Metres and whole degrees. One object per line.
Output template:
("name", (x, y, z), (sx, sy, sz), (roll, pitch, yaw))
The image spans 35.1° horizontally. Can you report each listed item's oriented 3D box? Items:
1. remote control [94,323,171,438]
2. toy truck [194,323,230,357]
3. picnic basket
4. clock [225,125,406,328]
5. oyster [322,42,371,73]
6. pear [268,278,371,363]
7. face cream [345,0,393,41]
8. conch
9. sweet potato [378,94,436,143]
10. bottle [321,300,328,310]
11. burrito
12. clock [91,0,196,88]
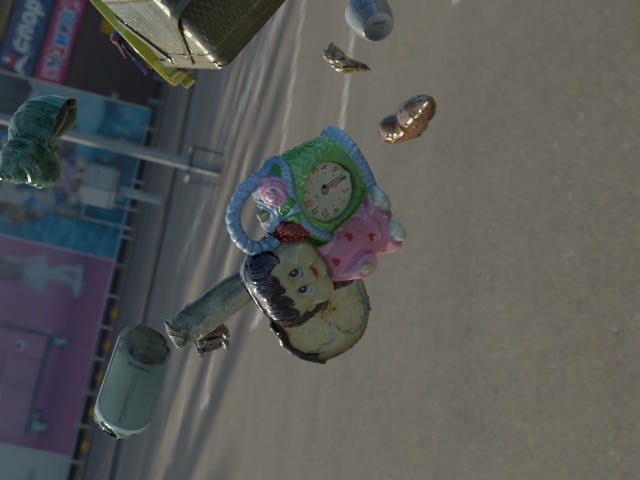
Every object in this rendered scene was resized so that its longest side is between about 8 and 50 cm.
("remote control", (-0.337, 0.251, 1.820), (0.052, 0.104, 0.247), (-54, 16, 37))
("toy truck", (-0.270, 0.221, 2.453), (0.192, 0.083, 0.092), (106, 146, -71))
("picnic basket", (-0.169, -0.335, 1.355), (0.165, 0.139, 0.267), (-51, 28, -11))
("clock", (-0.018, -0.013, 1.199), (0.195, 0.194, 0.100), (-38, 24, -16))
("oyster", (0.045, -0.329, 1.876), (0.051, 0.093, 0.034), (-49, -10, -48))
("pear", (-0.025, 0.166, 2.291), (0.178, 0.267, 0.266), (132, 149, -62))
("face cream", (0.099, -0.446, 2.017), (0.095, 0.091, 0.091), (-116, 38, -47))
("conch", (-0.601, -0.201, 2.131), (0.196, 0.134, 0.202), (109, 172, -59))
("sweet potato", (0.143, -0.190, 1.586), (0.218, 0.065, 0.051), (150, 117, -71))
("bottle", (0.000, 0.000, 2.115), (0.082, 0.082, 0.286), (145, 137, -73))
("burrito", (-0.182, 0.105, 1.956), (0.275, 0.059, 0.082), (-38, 60, 9))
("clock", (-0.361, -0.393, 1.903), (0.071, 0.293, 0.277), (-41, -3, 3))
